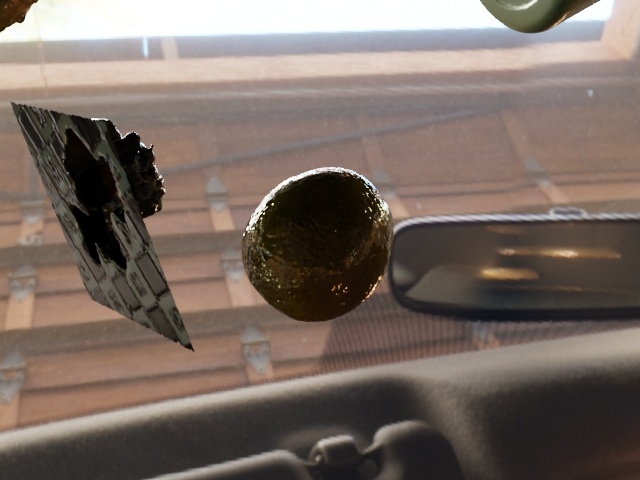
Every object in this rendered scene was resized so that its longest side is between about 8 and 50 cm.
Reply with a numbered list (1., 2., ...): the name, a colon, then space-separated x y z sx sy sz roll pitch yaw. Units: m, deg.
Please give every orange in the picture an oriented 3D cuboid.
1. orange: 0.000 0.000 0.461 0.085 0.085 0.095 20 -126 27

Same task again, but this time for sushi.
1. sushi: -0.243 -0.029 0.955 0.059 0.292 0.294 -31 -151 -31

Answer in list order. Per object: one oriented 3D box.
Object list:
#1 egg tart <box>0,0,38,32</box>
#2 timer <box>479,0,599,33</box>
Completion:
1. egg tart: -0.335 -0.282 0.708 0.288 0.288 0.118 12 -179 16
2. timer: 0.344 -0.424 0.933 0.315 0.291 0.291 -19 -146 -11
